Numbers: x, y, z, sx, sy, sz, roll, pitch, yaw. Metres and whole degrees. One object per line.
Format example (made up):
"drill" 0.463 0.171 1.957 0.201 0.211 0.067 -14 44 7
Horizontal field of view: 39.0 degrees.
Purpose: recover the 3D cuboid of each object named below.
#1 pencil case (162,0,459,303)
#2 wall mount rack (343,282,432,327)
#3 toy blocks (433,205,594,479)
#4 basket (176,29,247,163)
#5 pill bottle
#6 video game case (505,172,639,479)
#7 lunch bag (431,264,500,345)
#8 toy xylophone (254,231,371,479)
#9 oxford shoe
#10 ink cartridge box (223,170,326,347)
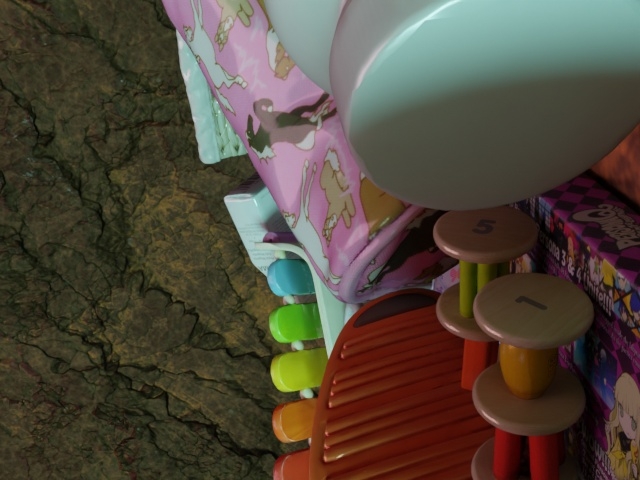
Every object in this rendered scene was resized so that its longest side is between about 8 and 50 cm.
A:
"pencil case" -0.010 -0.147 0.630 0.386 0.167 0.160 59 -167 22
"wall mount rack" 0.104 0.218 0.812 0.350 0.131 0.304 -101 8 -49
"toy blocks" 0.094 0.073 0.466 0.123 0.054 0.148 -106 9 -58
"basket" -0.107 -0.358 1.542 0.331 0.267 0.328 -105 8 -55
"pill bottle" 0.048 -0.167 0.433 0.169 0.169 0.301 87 174 -54
"video game case" 0.147 0.089 0.454 0.232 0.042 0.210 -108 10 -68
"lunch bag" 0.116 0.033 0.717 0.071 0.053 0.083 -108 20 -60
"toy xylophone" 0.036 0.141 0.994 0.236 0.081 0.322 12 -113 -51
"oxford shoe" 0.078 0.196 0.548 0.132 0.130 0.363 60 -162 -49
"ink cartridge box" 0.000 0.000 1.108 0.189 0.066 0.232 -42 -56 -39
